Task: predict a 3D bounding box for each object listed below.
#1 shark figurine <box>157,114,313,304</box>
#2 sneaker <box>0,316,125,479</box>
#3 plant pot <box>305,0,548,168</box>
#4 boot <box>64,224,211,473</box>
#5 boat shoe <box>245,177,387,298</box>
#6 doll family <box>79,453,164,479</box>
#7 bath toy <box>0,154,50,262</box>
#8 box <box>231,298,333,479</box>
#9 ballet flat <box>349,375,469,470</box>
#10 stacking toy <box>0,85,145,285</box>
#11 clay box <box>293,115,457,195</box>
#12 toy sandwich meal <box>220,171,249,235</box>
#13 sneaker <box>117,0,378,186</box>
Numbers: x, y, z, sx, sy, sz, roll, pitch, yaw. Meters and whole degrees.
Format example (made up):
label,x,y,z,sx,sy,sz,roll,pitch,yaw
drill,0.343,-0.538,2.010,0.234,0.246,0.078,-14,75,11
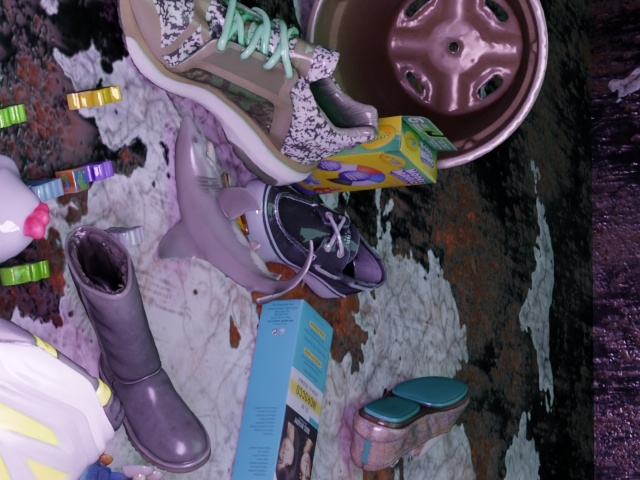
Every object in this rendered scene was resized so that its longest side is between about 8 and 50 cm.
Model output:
label,x,y,z,sx,sy,sz,roll,pitch,yaw
shark figurine,-0.117,0.010,1.615,0.116,0.278,0.166,-18,141,-27
sneaker,-0.327,0.074,0.998,0.385,0.145,0.147,33,78,-10
plant pot,0.175,-0.279,2.101,0.305,0.334,0.333,-29,113,-75
boot,-0.175,0.107,1.394,0.076,0.190,0.208,-30,146,-28
boat shoe,0.000,0.000,1.888,0.301,0.102,0.108,45,47,-54
doll family,-0.215,0.288,1.376,0.263,0.118,0.163,40,52,-57
bath toy,-0.337,-0.089,1.163,0.151,0.129,0.348,-56,140,-21
box,-0.045,0.204,1.814,0.100,0.060,0.244,47,45,-53
ballet flat,0.126,0.275,2.145,0.316,0.108,0.106,-8,113,-59
stacking toy,-0.259,-0.058,1.421,0.221,0.052,0.166,-26,110,-60
clay box,0.055,-0.110,1.882,0.127,0.222,0.053,34,56,-58
toy sandwich meal,-0.103,-0.042,1.729,0.085,0.029,0.085,173,-90,-83
sneaker,-0.069,-0.220,1.661,0.410,0.182,0.158,41,47,-45
